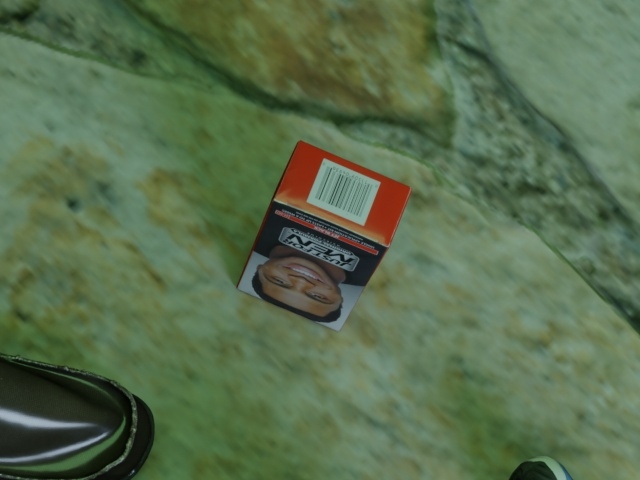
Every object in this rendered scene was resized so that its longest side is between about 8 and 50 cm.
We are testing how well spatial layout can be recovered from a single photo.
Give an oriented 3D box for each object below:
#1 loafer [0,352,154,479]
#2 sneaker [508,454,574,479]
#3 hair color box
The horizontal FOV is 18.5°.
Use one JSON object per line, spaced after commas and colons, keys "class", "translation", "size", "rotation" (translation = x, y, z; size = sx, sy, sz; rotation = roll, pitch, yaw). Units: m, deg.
{"class": "loafer", "translation": [-0.201, 0.097, 1.098], "size": [0.220, 0.078, 0.080], "rotation": [6, 67, -8]}
{"class": "sneaker", "translation": [0.178, 0.213, 1.130], "size": [0.081, 0.080, 0.211], "rotation": [-29, 86, -26]}
{"class": "hair color box", "translation": [0.000, 0.000, 1.141], "size": [0.072, 0.141, 0.043], "rotation": [23, 66, -1]}
